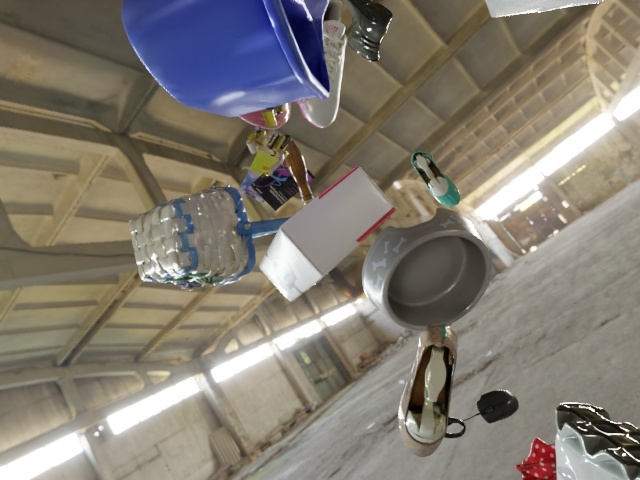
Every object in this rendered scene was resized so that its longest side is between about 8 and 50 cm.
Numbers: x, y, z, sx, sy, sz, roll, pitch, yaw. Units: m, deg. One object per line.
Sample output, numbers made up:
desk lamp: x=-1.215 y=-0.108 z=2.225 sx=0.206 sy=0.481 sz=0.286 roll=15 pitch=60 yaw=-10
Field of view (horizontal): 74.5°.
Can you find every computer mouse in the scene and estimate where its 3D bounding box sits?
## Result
computer mouse: x=0.389 y=0.431 z=1.047 sx=0.242 sy=0.071 sz=0.041 roll=-16 pitch=-31 yaw=-14

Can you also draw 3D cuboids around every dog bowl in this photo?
dog bowl: x=0.291 y=0.091 z=1.116 sx=0.349 sy=0.102 sz=0.348 roll=-6 pitch=-61 yaw=-12

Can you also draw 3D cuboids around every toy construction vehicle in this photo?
toy construction vehicle: x=-0.073 y=-0.163 z=0.661 sx=0.086 sy=0.035 sz=0.098 roll=75 pitch=-145 yaw=-56

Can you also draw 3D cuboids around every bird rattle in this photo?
bird rattle: x=0.542 y=0.576 z=0.909 sx=0.207 sy=0.253 sz=0.143 roll=0 pitch=-9 yaw=35

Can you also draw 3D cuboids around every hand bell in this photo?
hand bell: x=-0.031 y=-0.105 z=0.923 sx=0.126 sy=0.242 sz=0.126 roll=-14 pitch=24 yaw=7

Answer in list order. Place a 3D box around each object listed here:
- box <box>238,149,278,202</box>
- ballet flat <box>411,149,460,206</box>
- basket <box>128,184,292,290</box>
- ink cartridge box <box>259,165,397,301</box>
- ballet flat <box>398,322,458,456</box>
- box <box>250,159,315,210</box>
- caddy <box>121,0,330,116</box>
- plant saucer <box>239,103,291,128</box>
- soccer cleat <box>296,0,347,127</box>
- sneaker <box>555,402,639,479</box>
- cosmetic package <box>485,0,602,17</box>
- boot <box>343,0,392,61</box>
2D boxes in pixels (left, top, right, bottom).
box: x=-0.219 y=-0.236 z=1.572 sx=0.042 sy=0.109 sz=0.178 roll=94 pitch=-159 yaw=-82
ballet flat: x=0.388 y=-0.217 z=1.460 sx=0.083 sy=0.247 sz=0.087 roll=-42 pitch=-27 yaw=28
basket: x=-0.224 y=-0.006 z=0.886 sx=0.255 sy=0.201 sz=0.289 roll=-13 pitch=2 yaw=43
ink cartridge box: x=0.000 y=0.000 z=0.730 sx=0.172 sy=0.100 sz=0.237 roll=-40 pitch=-3 yaw=-23
ballet flat: x=0.225 y=0.333 z=0.887 sx=0.108 sy=0.316 sz=0.106 roll=5 pitch=8 yaw=9
box: x=-0.110 y=-0.176 z=1.249 sx=0.162 sy=0.029 sz=0.116 roll=-39 pitch=-48 yaw=6
caddy: x=-0.068 y=-0.266 z=0.440 sx=0.179 sy=0.241 sz=0.341 roll=-14 pitch=10 yaw=11
plant saucer: x=-0.208 y=-0.491 z=1.260 sx=0.084 sy=0.332 sz=0.332 roll=-35 pitch=-12 yaw=35
soccer cleat: x=0.006 y=-0.448 z=1.038 sx=0.116 sy=0.331 sz=0.143 roll=7 pitch=-18 yaw=-29
sneaker: x=0.374 y=0.322 z=0.452 sx=0.123 sy=0.146 sz=0.330 roll=6 pitch=5 yaw=-1
cosmetic package: x=0.402 y=-0.556 z=0.742 sx=0.230 sy=0.161 sz=0.453 roll=6 pitch=12 yaw=27
boot: x=0.110 y=-0.684 z=1.318 sx=0.083 sy=0.246 sz=0.161 roll=-29 pitch=-20 yaw=-28
